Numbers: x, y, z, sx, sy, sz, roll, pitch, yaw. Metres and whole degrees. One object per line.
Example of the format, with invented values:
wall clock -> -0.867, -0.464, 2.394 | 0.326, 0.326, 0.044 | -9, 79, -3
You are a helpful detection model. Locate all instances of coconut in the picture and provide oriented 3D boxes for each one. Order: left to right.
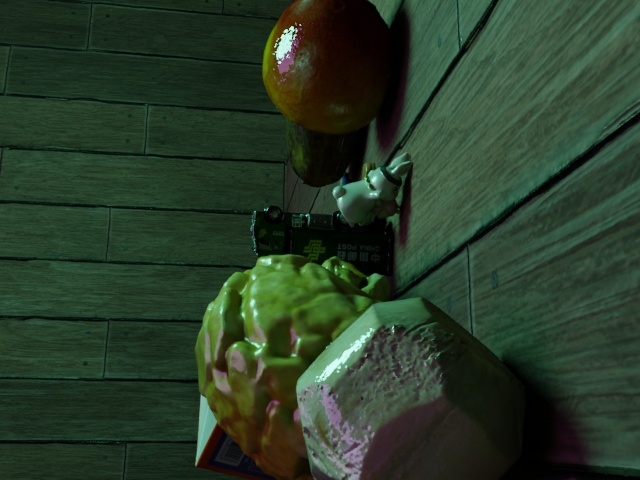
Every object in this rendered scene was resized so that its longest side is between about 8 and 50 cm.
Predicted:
coconut -> 0.085, 0.185, 0.755 | 0.241, 0.241, 0.242 | -177, 90, -82

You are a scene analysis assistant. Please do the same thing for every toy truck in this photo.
toy truck -> 0.000, 0.000, 1.341 | 0.088, 0.258, 0.121 | -179, 92, -82

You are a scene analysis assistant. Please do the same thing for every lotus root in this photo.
lotus root -> 0.009, -0.306, 1.665 | 0.196, 0.179, 0.398 | -100, 15, -52

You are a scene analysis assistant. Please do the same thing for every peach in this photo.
peach -> 0.024, -0.338, 1.397 | 0.238, 0.280, 0.281 | -34, -41, -49

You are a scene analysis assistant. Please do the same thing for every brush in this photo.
brush -> 0.067, -0.139, 1.797 | 0.164, 0.014, 0.051 | -125, 37, -76

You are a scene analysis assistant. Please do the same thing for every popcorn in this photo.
popcorn -> -0.020, 0.207, 1.129 | 0.390, 0.353, 0.344 | -106, 29, -61

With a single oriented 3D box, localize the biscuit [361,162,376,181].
biscuit -> 0.092, -0.043, 1.498 | 0.236, 0.040, 0.144 | 95, -179, -50

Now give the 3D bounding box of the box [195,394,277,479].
box -> -0.124, 0.353, 1.782 | 0.319, 0.256, 0.349 | -100, 33, -61

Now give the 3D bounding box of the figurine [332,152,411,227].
figurine -> 0.104, -0.086, 1.269 | 0.098, 0.146, 0.081 | 50, -163, -53
